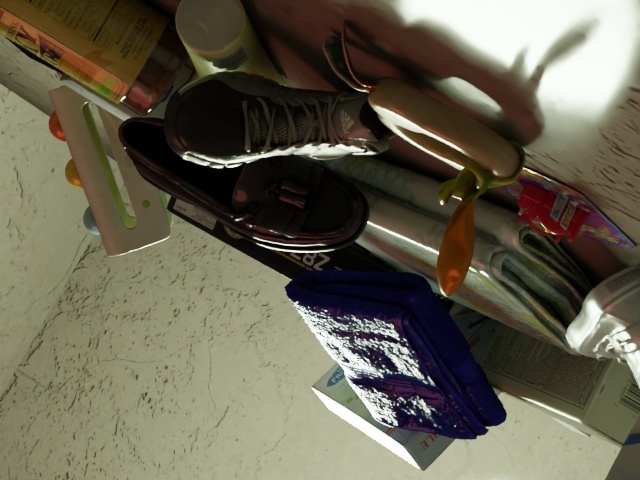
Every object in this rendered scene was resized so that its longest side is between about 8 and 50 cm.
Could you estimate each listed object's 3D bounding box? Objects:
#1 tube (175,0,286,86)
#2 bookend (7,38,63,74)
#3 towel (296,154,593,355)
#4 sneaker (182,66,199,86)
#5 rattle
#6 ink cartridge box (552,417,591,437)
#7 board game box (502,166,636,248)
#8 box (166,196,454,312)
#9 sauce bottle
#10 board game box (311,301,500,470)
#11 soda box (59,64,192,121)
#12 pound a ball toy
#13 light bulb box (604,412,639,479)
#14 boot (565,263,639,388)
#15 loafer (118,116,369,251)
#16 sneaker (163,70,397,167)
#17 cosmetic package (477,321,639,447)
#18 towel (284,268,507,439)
[{"bbox_3d":[-0.089,-0.176,1.049,0.070,0.062,0.240,40,177,7],"label":"tube"},{"bbox_3d":[-0.345,-0.273,1.460,0.156,0.072,0.157,27,174,18],"label":"bookend"},{"bbox_3d":[0.149,-0.001,1.338,0.374,0.090,0.320,25,172,40],"label":"towel"},{"bbox_3d":[-0.106,-0.151,1.281,0.121,0.079,0.217,29,175,-11],"label":"sneaker"},{"bbox_3d":[0.059,-0.067,0.902,0.199,0.143,0.130,25,-163,-34],"label":"rattle"},{"bbox_3d":[0.479,0.276,1.975,0.056,0.135,0.099,33,174,-4],"label":"ink cartridge box"},{"bbox_3d":[0.214,-0.022,1.041,0.133,0.033,0.168,24,172,47],"label":"board game box"},{"bbox_3d":[0.000,0.000,1.751,0.395,0.097,0.318,27,-168,24],"label":"box"},{"bbox_3d":[-0.301,-0.258,1.138,0.344,0.111,0.111,31,175,-13],"label":"sauce bottle"},{"bbox_3d":[0.181,0.197,1.812,0.066,0.318,0.318,54,165,-24],"label":"board game box"},{"bbox_3d":[-0.188,-0.173,1.433,0.286,0.098,0.091,31,175,-22],"label":"soda box"},{"bbox_3d":[-0.339,-0.136,1.690,0.208,0.135,0.319,-120,12,-78],"label":"pound a ball toy"},{"bbox_3d":[0.419,0.268,0.900,0.358,0.361,0.225,26,174,31],"label":"light bulb box"},{"bbox_3d":[0.332,0.119,1.161,0.123,0.095,0.258,62,-178,19],"label":"boot"},{"bbox_3d":[-0.095,-0.067,1.225,0.302,0.109,0.095,20,174,22],"label":"loafer"},{"bbox_3d":[-0.016,-0.111,0.977,0.228,0.086,0.132,-7,-174,-41],"label":"sneaker"},{"bbox_3d":[0.343,0.163,1.461,0.113,0.160,0.309,30,176,-16],"label":"cosmetic package"},{"bbox_3d":[0.102,0.164,1.512,0.227,0.076,0.308,-1,138,36],"label":"towel"}]
